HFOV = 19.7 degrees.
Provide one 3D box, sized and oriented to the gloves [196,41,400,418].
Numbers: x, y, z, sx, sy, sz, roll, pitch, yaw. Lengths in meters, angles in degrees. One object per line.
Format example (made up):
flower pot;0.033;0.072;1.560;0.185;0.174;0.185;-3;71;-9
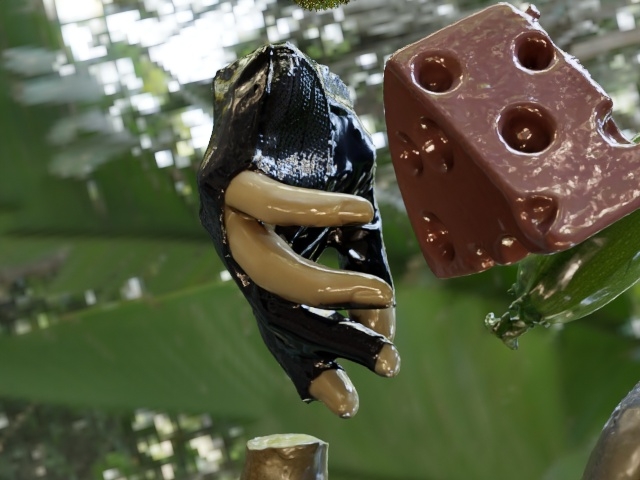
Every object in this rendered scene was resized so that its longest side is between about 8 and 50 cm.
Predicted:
gloves;-0.007;-0.001;1.467;0.197;0.152;0.301;30;32;-53

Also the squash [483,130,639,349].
squash;0.288;-0.045;1.583;0.101;0.378;0.101;46;0;0

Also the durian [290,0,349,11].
durian;0.011;-0.329;1.875;0.146;0.159;0.198;-22;-138;48

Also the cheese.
cheese;0.146;-0.044;1.374;0.203;0.128;0.177;49;-24;23

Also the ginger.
ginger;-0.036;0.316;1.838;0.109;0.116;0.263;23;-65;59

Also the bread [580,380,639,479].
bread;0.301;0.114;1.347;0.102;0.337;0.183;29;-67;23
